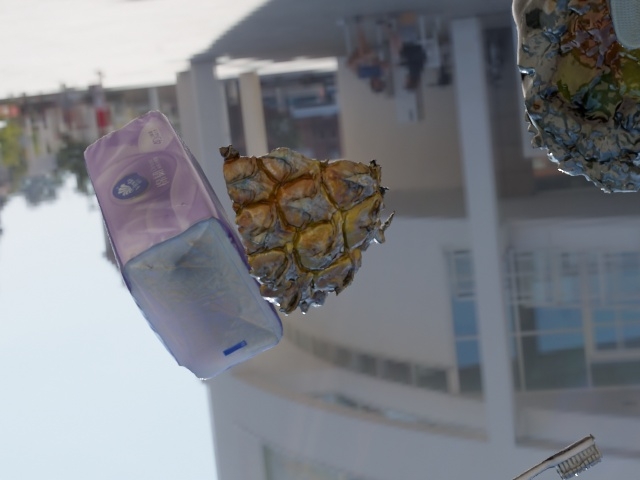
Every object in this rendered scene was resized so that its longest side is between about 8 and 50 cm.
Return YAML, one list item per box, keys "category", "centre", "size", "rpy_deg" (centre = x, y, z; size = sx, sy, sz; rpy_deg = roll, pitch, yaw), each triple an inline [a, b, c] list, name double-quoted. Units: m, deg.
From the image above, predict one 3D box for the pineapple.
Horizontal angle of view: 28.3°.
- category: "pineapple"
  centre: [0.005, -0.001, 1.392]
  size: [0.158, 0.161, 0.334]
  rpy_deg: [-10, 164, 4]

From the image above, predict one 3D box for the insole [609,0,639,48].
- category: "insole"
  centre: [0.231, -0.212, 0.902]
  size: [0.053, 0.152, 0.002]
  rpy_deg: [1, -166, -29]

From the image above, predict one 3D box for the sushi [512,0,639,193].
- category: "sushi"
  centre: [0.450, -0.271, 1.845]
  size: [0.176, 0.417, 0.417]
  rpy_deg: [-8, -173, -36]

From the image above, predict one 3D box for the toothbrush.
- category: "toothbrush"
  centre: [0.122, 0.253, 1.135]
  size: [0.288, 0.026, 0.024]
  rpy_deg: [-29, 149, 4]

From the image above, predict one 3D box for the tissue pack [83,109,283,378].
- category: "tissue pack"
  centre: [-0.201, 0.001, 1.767]
  size: [0.160, 0.242, 0.338]
  rpy_deg: [-29, -145, -3]
